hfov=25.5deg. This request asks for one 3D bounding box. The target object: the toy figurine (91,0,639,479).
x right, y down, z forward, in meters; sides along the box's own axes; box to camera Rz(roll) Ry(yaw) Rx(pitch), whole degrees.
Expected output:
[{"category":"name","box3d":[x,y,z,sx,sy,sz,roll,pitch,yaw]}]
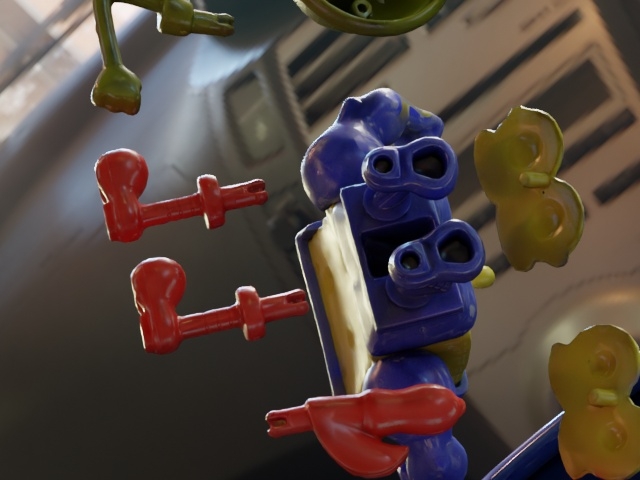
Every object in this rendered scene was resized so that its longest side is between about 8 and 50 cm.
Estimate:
[{"category":"toy figurine","box3d":[0.000,0.000,0.676,0.191,0.362,0.217,-14,-18,-7]}]

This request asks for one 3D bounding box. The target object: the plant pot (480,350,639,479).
[{"category":"plant pot","box3d":[0.234,0.192,0.750,0.236,0.212,0.236,-41,15,21]}]
